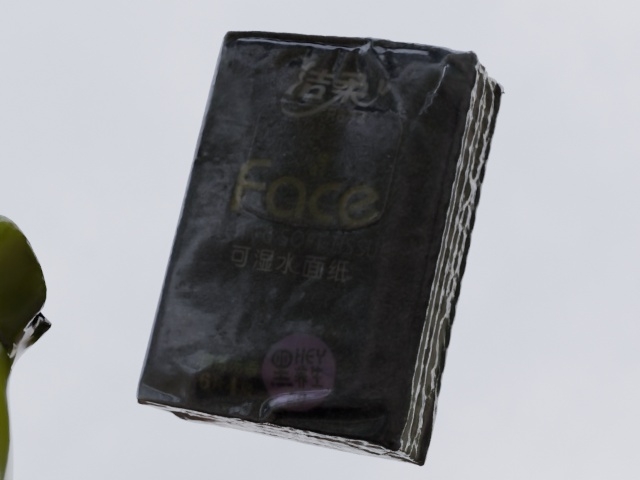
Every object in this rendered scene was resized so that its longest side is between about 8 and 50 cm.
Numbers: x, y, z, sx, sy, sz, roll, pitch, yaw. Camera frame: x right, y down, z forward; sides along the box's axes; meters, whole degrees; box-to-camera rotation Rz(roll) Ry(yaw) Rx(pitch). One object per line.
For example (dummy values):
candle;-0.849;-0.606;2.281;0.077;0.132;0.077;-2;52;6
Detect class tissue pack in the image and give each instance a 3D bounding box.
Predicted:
tissue pack;0.000;0.000;0.642;0.112;0.156;0.051;8;-12;24

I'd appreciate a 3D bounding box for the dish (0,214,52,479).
dish;-0.162;0.110;0.375;0.262;0.108;0.221;-52;-33;12
